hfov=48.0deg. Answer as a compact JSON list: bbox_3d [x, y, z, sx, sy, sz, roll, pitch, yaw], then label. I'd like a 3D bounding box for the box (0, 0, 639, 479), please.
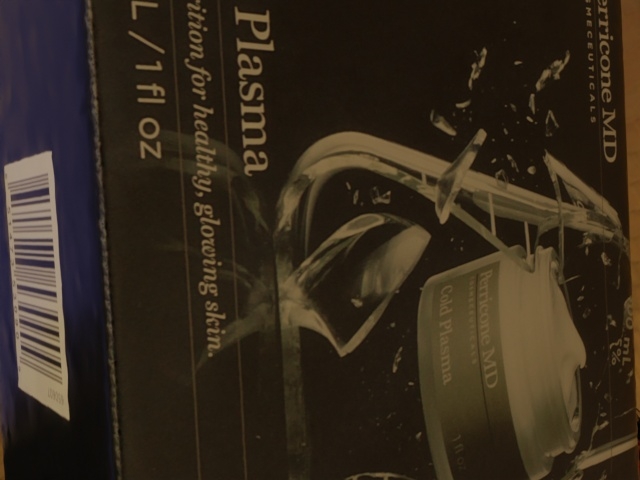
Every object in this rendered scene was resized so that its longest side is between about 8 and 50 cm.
[{"bbox_3d":[0.000,0.000,0.605,0.297,0.472,0.479,0,94,54],"label":"box"}]

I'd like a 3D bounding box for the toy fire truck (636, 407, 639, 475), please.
[{"bbox_3d":[0.443,0.320,0.908,0.217,0.158,0.246,32,-161,-37],"label":"toy fire truck"}]
